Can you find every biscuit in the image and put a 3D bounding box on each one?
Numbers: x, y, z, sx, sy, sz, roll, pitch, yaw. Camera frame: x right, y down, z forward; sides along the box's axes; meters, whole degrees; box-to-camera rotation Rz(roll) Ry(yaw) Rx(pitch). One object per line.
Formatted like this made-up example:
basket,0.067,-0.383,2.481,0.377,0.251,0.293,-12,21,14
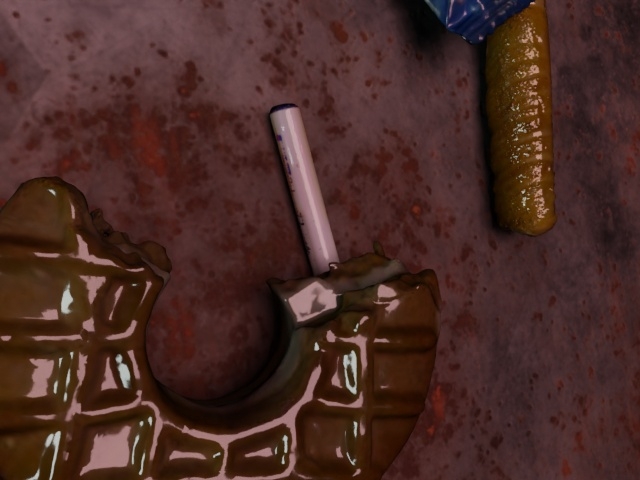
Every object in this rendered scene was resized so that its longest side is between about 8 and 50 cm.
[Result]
biscuit,-0.087,0.110,0.457,0.366,0.115,0.268,10,86,-19

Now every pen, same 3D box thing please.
pen,0.000,0.000,0.570,0.033,0.033,0.269,-16,94,-28

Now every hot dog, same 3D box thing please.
hot dog,0.227,-0.148,0.680,0.068,0.083,0.288,0,85,-8

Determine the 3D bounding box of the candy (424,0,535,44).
candy,0.105,-0.366,0.623,0.187,0.077,0.331,-42,93,-24
